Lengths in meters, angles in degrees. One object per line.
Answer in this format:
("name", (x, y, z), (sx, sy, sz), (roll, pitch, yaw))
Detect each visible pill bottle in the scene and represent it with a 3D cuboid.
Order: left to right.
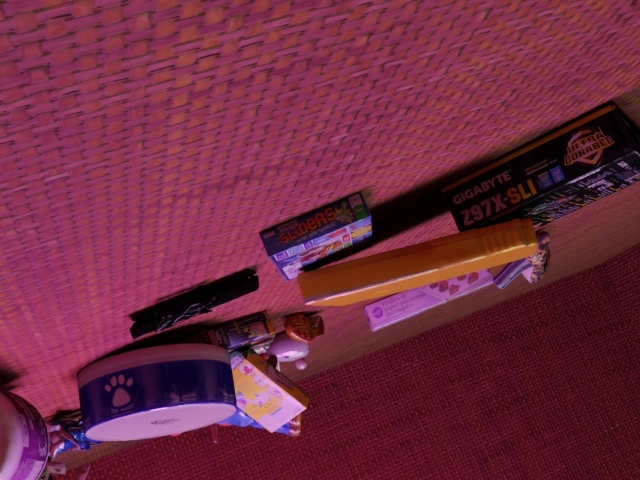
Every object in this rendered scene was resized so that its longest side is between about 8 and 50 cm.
("pill bottle", (-0.480, 0.290, 1.302), (0.169, 0.169, 0.301), (-20, 169, -10))

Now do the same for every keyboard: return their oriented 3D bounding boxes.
("keyboard", (-0.178, 0.082, 1.291), (0.192, 0.038, 0.100), (-22, -168, -5))

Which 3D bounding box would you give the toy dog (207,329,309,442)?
("toy dog", (-0.171, 0.334, 2.065), (0.334, 0.161, 0.220), (-29, 168, 18))

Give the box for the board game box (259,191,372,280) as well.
("board game box", (0.000, 0.000, 1.209), (0.136, 0.035, 0.201), (-22, 169, -1))

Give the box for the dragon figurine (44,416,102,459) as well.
("dragon figurine", (-0.520, 0.406, 1.964), (0.144, 0.085, 0.289), (-15, 167, -33))

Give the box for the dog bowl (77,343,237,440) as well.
("dog bowl", (-0.280, 0.265, 1.589), (0.265, 0.104, 0.265), (-11, 160, -4))

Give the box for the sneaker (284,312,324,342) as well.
("sneaker", (-0.044, 0.190, 1.938), (0.067, 0.064, 0.175), (-15, 168, 16))

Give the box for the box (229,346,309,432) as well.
("box", (-0.122, 0.278, 1.740), (0.105, 0.179, 0.043), (-39, -159, 27))

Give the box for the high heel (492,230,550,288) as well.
("high heel", (0.547, 0.022, 2.263), (0.261, 0.093, 0.186), (-23, 157, -48))

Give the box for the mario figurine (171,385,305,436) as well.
("mario figurine", (-0.192, 0.304, 1.873), (0.321, 0.198, 0.170), (7, -154, -2))

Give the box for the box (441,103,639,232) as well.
("box", (0.350, -0.090, 1.357), (0.257, 0.079, 0.322), (-25, 169, 24))

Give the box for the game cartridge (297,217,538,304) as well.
("game cartridge", (0.152, 0.034, 1.342), (0.324, 0.052, 0.285), (-17, 173, 10))

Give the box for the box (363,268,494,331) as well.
("box", (0.265, 0.135, 2.261), (0.324, 0.063, 0.067), (-21, 167, -8))

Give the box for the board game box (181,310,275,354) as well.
("board game box", (-0.187, 0.193, 1.712), (0.141, 0.048, 0.170), (-15, 166, -38))

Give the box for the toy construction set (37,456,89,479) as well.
("toy construction set", (-0.701, 0.601, 2.302), (0.309, 0.257, 0.237), (-10, -142, 23))
